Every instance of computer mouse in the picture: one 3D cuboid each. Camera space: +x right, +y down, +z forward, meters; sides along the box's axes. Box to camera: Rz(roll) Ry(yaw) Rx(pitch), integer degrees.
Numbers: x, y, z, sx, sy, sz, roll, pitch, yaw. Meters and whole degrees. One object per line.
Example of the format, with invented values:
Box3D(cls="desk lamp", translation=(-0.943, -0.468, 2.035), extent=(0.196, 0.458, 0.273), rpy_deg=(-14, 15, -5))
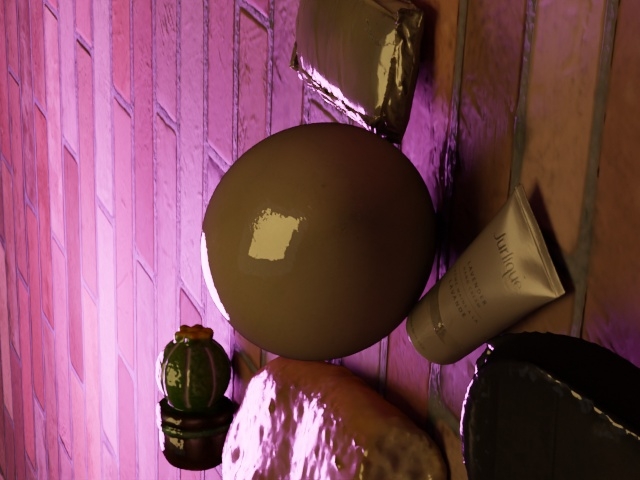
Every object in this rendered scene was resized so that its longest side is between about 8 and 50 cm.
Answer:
Box3D(cls="computer mouse", translation=(0.196, 0.161, 0.995), extent=(0.295, 0.087, 0.168), rpy_deg=(35, 133, 47))

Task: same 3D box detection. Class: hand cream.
Box3D(cls="hand cream", translation=(0.118, 0.039, 1.199), extent=(0.186, 0.054, 0.087), rpy_deg=(-50, 54, 54))

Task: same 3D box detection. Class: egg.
Box3D(cls="egg", translation=(0.000, 0.000, 1.291), extent=(0.242, 0.186, 0.186), rpy_deg=(136, 124, -64))

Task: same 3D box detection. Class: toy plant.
Box3D(cls="toy plant", translation=(-0.144, 0.176, 1.866), extent=(0.093, 0.093, 0.162), rpy_deg=(-150, 58, -64))

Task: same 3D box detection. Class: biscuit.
Box3D(cls="biscuit", translation=(-0.015, 0.315, 1.527), extent=(0.446, 0.104, 0.429), rpy_deg=(-141, 53, -62))

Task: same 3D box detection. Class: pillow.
Box3D(cls="pillow", translation=(0.027, -0.161, 1.351), extent=(0.208, 0.053, 0.119), rpy_deg=(-136, 44, -56))
